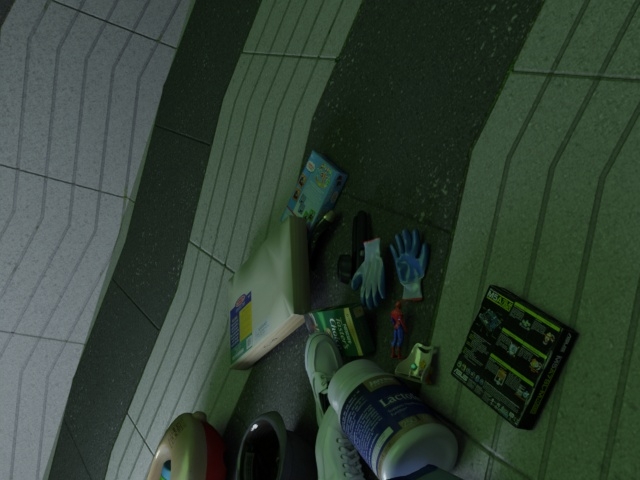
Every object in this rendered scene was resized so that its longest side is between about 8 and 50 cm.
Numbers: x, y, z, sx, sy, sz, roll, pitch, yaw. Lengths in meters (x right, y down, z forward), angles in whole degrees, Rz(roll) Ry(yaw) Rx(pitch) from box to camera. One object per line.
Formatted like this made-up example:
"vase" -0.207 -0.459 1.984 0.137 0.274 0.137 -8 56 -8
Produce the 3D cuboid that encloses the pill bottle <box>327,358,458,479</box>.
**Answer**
"pill bottle" 0.125 0.342 1.434 0.265 0.153 0.153 41 112 55

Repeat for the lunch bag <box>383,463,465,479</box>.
"lunch bag" 0.196 0.591 1.156 0.328 0.239 0.385 11 102 58

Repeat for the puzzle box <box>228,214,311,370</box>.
"puzzle box" -0.142 0.145 1.983 0.409 0.052 0.272 -43 43 50

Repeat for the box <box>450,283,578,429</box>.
"box" 0.322 0.194 1.297 0.191 0.045 0.184 36 105 57

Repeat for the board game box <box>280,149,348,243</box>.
"board game box" -0.020 -0.107 1.958 0.211 0.039 0.160 -65 33 16

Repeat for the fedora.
"fedora" -0.089 0.514 1.718 0.275 0.124 0.243 9 82 66

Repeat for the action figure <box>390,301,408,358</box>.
"action figure" 0.160 0.182 1.555 0.038 0.030 0.115 -2 89 62

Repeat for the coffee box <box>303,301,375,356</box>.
"coffee box" 0.038 0.201 1.695 0.184 0.040 0.113 -13 93 54

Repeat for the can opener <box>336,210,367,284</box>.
"can opener" 0.086 0.015 1.728 0.059 0.073 0.186 -36 39 56

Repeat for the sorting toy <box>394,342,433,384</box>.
"sorting toy" 0.194 0.237 1.482 0.083 0.045 0.075 1 70 58

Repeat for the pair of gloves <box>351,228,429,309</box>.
"pair of gloves" 0.144 0.061 1.610 0.198 0.023 0.159 -13 69 39

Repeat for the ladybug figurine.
"ladybug figurine" -0.362 0.671 2.028 0.305 0.162 0.449 32 105 64

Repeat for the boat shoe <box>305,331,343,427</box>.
"boat shoe" 0.022 0.309 1.638 0.076 0.083 0.226 -175 73 -75

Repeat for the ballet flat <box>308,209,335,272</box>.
"ballet flat" 0.000 0.000 1.885 0.049 0.057 0.173 36 116 21

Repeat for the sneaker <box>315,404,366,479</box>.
"sneaker" 0.060 0.475 1.547 0.123 0.106 0.289 -4 79 43
